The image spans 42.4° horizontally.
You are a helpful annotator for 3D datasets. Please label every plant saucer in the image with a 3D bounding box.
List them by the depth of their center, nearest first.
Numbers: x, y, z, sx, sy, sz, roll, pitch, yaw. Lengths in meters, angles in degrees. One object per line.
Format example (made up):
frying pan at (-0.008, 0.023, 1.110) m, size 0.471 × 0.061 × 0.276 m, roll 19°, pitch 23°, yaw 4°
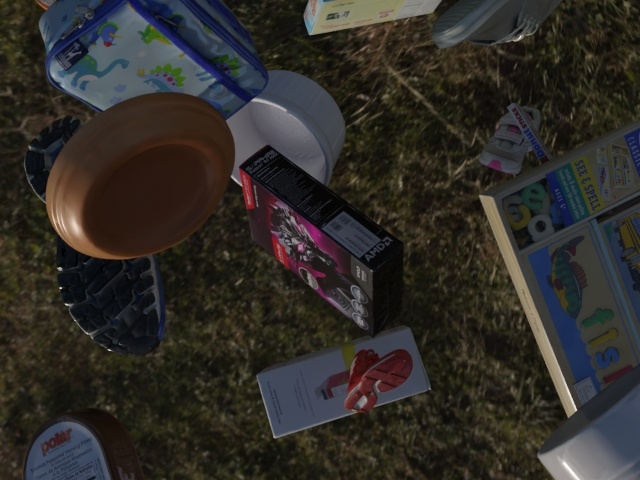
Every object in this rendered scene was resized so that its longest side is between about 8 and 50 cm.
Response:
plant saucer at (-0.168, -0.053, 0.815) m, size 0.037 × 0.199 × 0.200 m, roll 50°, pitch 122°, yaw 32°

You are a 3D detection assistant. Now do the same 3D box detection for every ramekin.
ramekin at (-0.081, -0.221, 1.728) m, size 0.277 × 0.135 × 0.277 m, roll 18°, pitch 139°, yaw 16°

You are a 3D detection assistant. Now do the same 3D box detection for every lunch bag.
lunch bag at (-0.172, -0.200, 0.882) m, size 0.176 × 0.219 × 0.090 m, roll -31°, pitch 56°, yaw 16°

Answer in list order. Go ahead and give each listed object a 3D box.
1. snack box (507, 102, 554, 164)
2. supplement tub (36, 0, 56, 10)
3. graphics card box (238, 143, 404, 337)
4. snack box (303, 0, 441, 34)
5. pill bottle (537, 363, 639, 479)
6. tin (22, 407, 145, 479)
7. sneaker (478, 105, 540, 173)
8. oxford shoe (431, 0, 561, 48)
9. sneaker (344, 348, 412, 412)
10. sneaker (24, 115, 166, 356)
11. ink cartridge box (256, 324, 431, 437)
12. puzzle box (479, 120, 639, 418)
snack box at (0.458, -0.212, 1.759) m, size 0.022 × 0.064 × 0.178 m, roll -33°, pitch 78°, yaw 23°
supplement tub at (-0.287, -0.313, 0.919) m, size 0.106 × 0.198 × 0.106 m, roll 1°, pitch 85°, yaw -7°
graphics card box at (0.000, 0.000, 1.611) m, size 0.371 × 0.094 × 0.233 m, roll 37°, pitch 152°, yaw 27°
snack box at (0.133, -0.558, 1.891) m, size 0.321 × 0.187 × 0.060 m, roll -14°, pitch 84°, yaw -12°
pill bottle at (0.435, 0.328, 0.881) m, size 0.392 × 0.224 × 0.224 m, roll 50°, pitch 117°, yaw 13°
tin at (-0.191, 0.235, 0.695) m, size 0.106 × 0.040 × 0.190 m, roll -29°, pitch 72°, yaw 16°
sneaker at (0.446, -0.242, 1.929) m, size 0.102 × 0.252 × 0.111 m, roll 21°, pitch 128°, yaw 17°
oxford shoe at (0.352, -0.434, 1.558) m, size 0.169 × 0.449 × 0.130 m, roll -15°, pitch 107°, yaw 39°
sneaker at (0.116, 0.263, 1.765) m, size 0.087 × 0.128 × 0.221 m, roll 23°, pitch 132°, yaw -23°
sneaker at (-0.255, -0.004, 1.042) m, size 0.129 × 0.147 × 0.330 m, roll -30°, pitch 64°, yaw 12°
ink cartridge box at (0.060, 0.337, 2.039) m, size 0.384 × 0.279 × 0.161 m, roll -17°, pitch 85°, yaw 2°
puzzle box at (0.435, 0.060, 1.235) m, size 0.272 × 0.052 × 0.409 m, roll -26°, pitch 101°, yaw -9°
